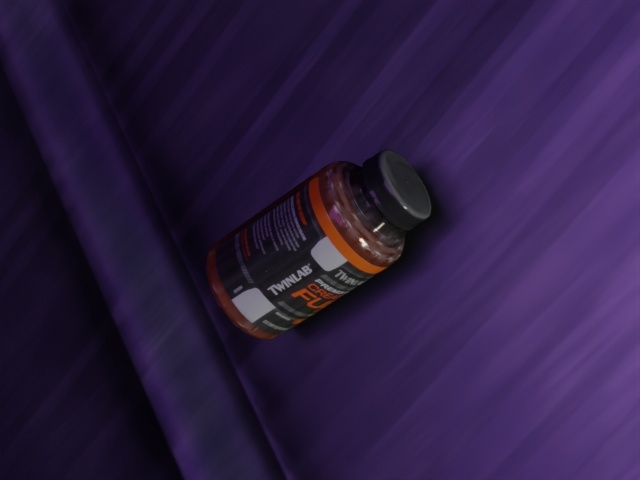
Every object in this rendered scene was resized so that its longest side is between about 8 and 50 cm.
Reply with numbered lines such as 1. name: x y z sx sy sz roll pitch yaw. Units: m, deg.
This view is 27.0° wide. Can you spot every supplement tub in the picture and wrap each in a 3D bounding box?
1. supplement tub: 0.000 0.000 1.174 0.198 0.106 0.106 -34 68 27
